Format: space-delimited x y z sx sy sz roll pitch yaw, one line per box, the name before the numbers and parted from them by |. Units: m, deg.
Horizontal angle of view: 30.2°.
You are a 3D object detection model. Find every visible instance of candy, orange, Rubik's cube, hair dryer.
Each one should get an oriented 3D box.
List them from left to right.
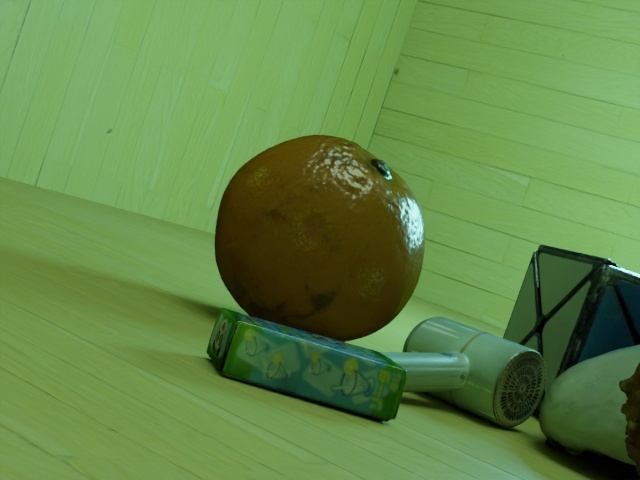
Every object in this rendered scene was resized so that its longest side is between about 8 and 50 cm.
candy | -0.015 0.130 1.248 0.194 0.062 0.097 17 3 -15
orange | 0.000 0.000 1.703 0.312 0.312 0.312 19 2 -1
hair dryer | 0.109 0.156 1.461 0.357 0.107 0.173 8 6 -45
Rubik's cube | 0.447 0.167 1.834 0.259 0.260 0.255 21 2 -16
candy | 0.474 0.223 1.492 0.386 0.186 0.427 12 -3 11

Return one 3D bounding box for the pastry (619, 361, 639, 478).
pastry | 0.461 0.148 1.112 0.337 0.405 0.292 -15 39 -23
